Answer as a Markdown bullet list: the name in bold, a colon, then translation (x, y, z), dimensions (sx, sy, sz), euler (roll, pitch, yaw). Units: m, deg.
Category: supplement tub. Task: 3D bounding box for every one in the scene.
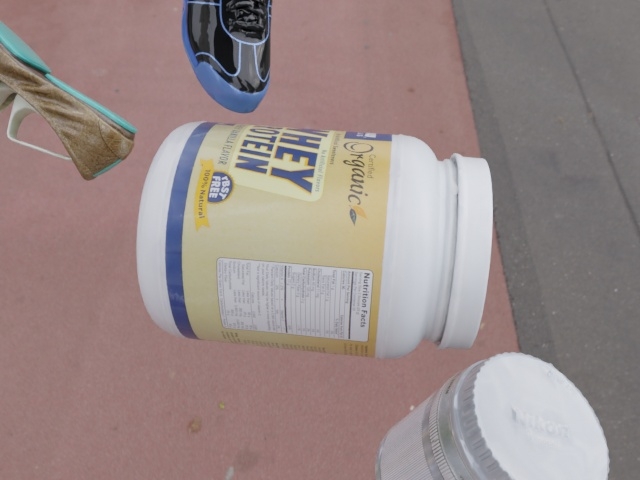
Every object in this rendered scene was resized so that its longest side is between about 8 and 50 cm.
- **supplement tub**: translation (0.000, 0.000, 0.621), dimensions (0.315, 0.228, 0.228), euler (5, 49, 5)

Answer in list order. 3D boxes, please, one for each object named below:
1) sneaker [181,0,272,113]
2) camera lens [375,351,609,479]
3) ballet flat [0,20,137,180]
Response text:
- **sneaker**: translation (-0.084, -0.241, 0.568), dimensions (0.081, 0.090, 0.233), euler (-4, 73, -34)
- **camera lens**: translation (0.218, 0.305, 0.828), dimensions (0.219, 0.274, 0.220), euler (15, 48, -17)
- **ballet flat**: translation (-0.418, -0.205, 0.861), dimensions (0.342, 0.116, 0.124), euler (39, 92, 6)
